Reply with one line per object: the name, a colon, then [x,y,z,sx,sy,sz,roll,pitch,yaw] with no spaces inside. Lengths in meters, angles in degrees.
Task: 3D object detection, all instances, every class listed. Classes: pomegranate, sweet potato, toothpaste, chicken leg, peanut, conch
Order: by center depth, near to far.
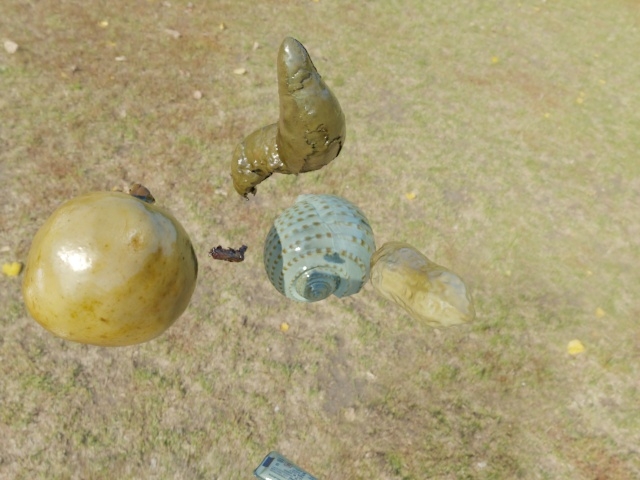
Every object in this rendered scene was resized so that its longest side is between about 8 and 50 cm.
sweet potato: [-0.035,-0.135,0.717,0.124,0.310,0.097,7,69,-19]
peanut: [0.132,0.062,0.773,0.100,0.099,0.214,-9,27,-27]
chicken leg: [-0.142,0.023,0.874,0.083,0.021,0.036,-4,38,-49]
pomegranate: [-0.373,0.056,0.980,0.308,0.307,0.307,9,42,-8]
toothpaste: [0.001,0.483,1.029,0.269,0.047,0.069,25,55,17]
conch: [0.001,-0.002,1.412,0.303,0.215,0.319,-5,72,-6]
